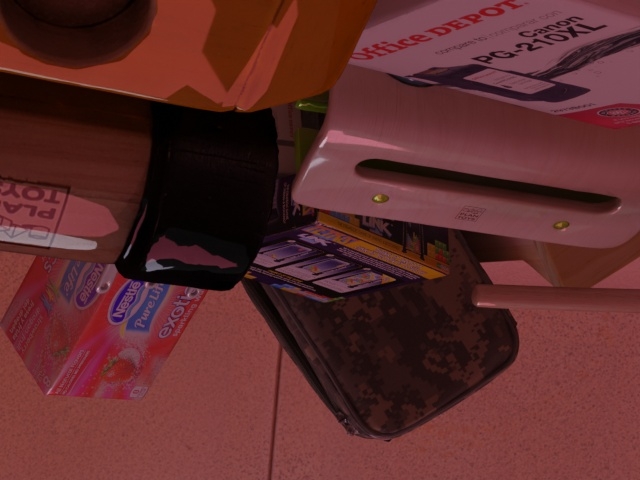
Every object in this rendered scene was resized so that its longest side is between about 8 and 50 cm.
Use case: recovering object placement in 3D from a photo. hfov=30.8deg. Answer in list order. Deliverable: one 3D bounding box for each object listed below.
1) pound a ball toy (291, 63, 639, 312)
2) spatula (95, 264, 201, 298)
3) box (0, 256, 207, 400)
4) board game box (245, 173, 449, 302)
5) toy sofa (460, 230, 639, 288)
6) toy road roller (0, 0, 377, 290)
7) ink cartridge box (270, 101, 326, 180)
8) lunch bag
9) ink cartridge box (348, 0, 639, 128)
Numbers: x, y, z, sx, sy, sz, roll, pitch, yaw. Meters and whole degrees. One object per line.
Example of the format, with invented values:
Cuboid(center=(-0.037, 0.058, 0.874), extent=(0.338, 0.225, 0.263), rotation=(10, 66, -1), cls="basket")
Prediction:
Cuboid(center=(0.145, -0.057, 0.825), extent=(0.319, 0.208, 0.135), rotation=(8, 145, -17), cls="pound a ball toy")
Cuboid(center=(-0.141, -0.033, 1.274), extent=(0.168, 0.242, 0.019), rotation=(7, -151, -41), cls="spatula")
Cuboid(center=(-0.234, 0.033, 1.389), extent=(0.154, 0.300, 0.142), rotation=(13, -154, -48), cls="box")
Cuboid(center=(0.000, 0.000, 0.945), extent=(0.141, 0.048, 0.170), rotation=(-16, 155, 37), cls="board game box")
Cuboid(center=(0.192, -0.037, 1.316), extent=(0.150, 0.177, 0.362), rotation=(-27, -172, -26), cls="toy sofa")
Cuboid(center=(-0.105, -0.150, 0.464), extent=(0.203, 0.240, 0.329), rotation=(8, 135, -23), cls="toy road roller")
Cuboid(center=(-0.091, -0.080, 0.994), extent=(0.306, 0.131, 0.226), rotation=(6, 163, -16), cls="ink cartridge box")
Cuboid(center=(0.050, 0.063, 1.274), extent=(0.213, 0.305, 0.256), rotation=(-33, 178, -7), cls="lunch bag")
Cuboid(center=(0.132, -0.136, 0.611), extent=(0.237, 0.100, 0.172), rotation=(8, 172, -30), cls="ink cartridge box")
